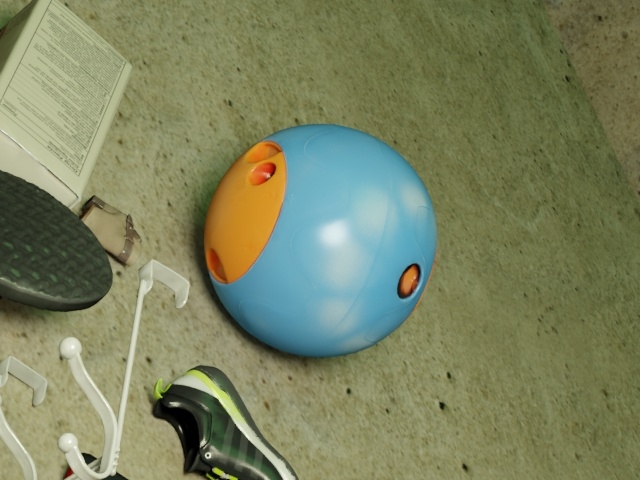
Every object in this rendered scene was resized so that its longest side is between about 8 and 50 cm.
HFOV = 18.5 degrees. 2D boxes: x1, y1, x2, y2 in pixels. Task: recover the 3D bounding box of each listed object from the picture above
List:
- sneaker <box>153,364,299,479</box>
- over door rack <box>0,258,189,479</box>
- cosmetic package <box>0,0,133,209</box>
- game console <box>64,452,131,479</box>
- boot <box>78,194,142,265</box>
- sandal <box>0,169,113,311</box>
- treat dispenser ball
[{"bbox_3d":[-0.110,0.252,2.219,0.097,0.084,0.234,-31,81,-37],"label":"sneaker"},{"bbox_3d":[-0.276,0.157,1.903,0.108,0.239,0.324,47,29,-19],"label":"over door rack"},{"bbox_3d":[-0.336,-0.139,2.264,0.153,0.129,0.296,43,29,-18],"label":"cosmetic package"},{"bbox_3d":[-0.119,0.423,2.005,0.386,0.060,0.342,37,32,-25],"label":"game console"},{"bbox_3d":[-0.251,-0.003,2.320,0.087,0.042,0.118,46,30,-13],"label":"boot"},{"bbox_3d":[-0.430,-0.009,2.035,0.446,0.107,0.167,15,45,-29],"label":"sandal"},{"bbox_3d":[0.000,0.000,2.414,0.288,0.288,0.288,35,33,-27],"label":"treat dispenser ball"}]
